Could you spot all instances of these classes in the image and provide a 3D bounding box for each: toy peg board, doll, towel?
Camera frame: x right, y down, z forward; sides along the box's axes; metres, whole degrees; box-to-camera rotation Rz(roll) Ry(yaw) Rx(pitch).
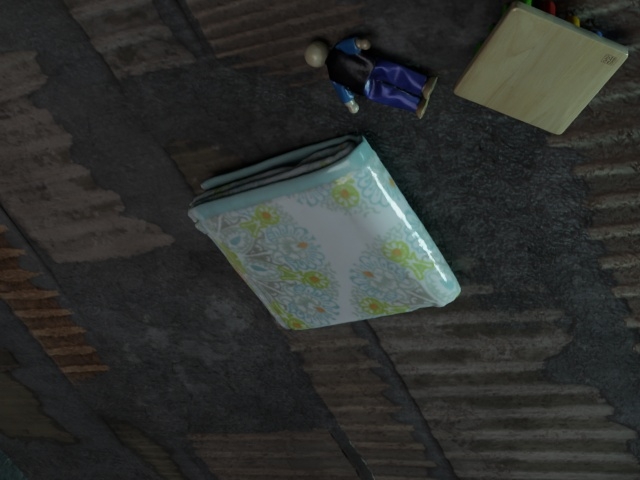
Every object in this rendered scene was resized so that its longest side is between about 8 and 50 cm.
[{"bbox_3d":[0.278,-0.238,1.372,0.161,0.079,0.161,19,142,-12],"label":"toy peg board"},{"bbox_3d":[0.063,-0.229,1.509,0.189,0.046,0.129,24,138,6],"label":"doll"},{"bbox_3d":[0.000,0.000,1.752,0.374,0.090,0.320,-13,127,38],"label":"towel"}]
